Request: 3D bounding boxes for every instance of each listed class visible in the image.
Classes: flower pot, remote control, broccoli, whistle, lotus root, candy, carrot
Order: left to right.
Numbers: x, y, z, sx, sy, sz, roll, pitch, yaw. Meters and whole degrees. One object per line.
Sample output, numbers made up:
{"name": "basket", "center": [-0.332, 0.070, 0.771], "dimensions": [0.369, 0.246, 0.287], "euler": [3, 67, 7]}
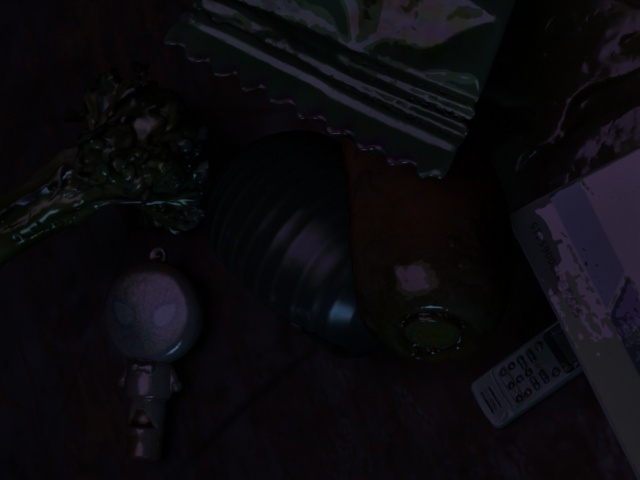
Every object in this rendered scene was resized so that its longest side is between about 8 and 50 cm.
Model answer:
{"name": "broccoli", "center": [-0.226, -0.045, 1.406], "dimensions": [0.275, 0.177, 0.198], "euler": [-39, 29, -26]}
{"name": "whistle", "center": [-0.171, 0.116, 1.451], "dimensions": [0.107, 0.057, 0.220], "euler": [2, 86, 17]}
{"name": "flower pot", "center": [0.000, 0.000, 1.290], "dimensions": [0.157, 0.189, 0.243], "euler": [-43, 56, 0]}
{"name": "candy", "center": [0.073, -0.250, 1.142], "dimensions": [0.262, 0.172, 0.398], "euler": [20, 61, 25]}
{"name": "carrot", "center": [0.081, -0.044, 1.146], "dimensions": [0.138, 0.138, 0.302], "euler": [-23, 55, 25]}
{"name": "remote control", "center": [0.192, 0.115, 1.256], "dimensions": [0.124, 0.018, 0.053], "euler": [-38, 65, 19]}
{"name": "lotus root", "center": [0.233, -0.184, 1.242], "dimensions": [0.374, 0.111, 0.391], "euler": [12, 87, 29]}

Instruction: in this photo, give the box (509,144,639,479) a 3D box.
{"name": "box", "center": [0.314, 0.086, 1.112], "dimensions": [0.200, 0.065, 0.343], "euler": [-29, 83, 21]}
